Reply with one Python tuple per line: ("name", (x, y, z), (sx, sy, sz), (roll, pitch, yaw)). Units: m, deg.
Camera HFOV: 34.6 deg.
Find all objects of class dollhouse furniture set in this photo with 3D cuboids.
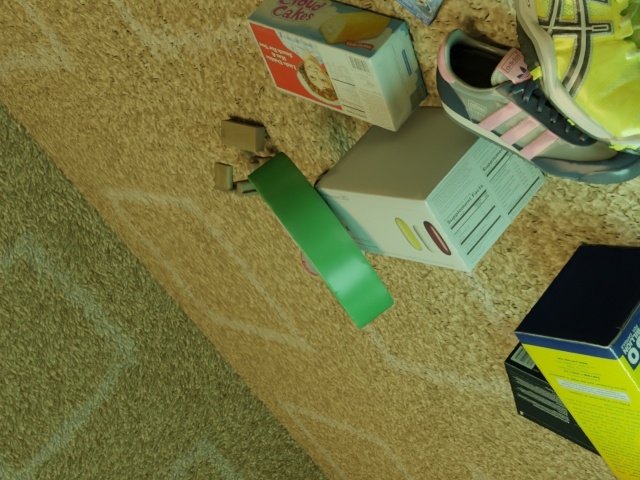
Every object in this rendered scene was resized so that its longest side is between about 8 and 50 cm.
("dollhouse furniture set", (-0.132, -0.176, 2.137), (0.144, 0.123, 0.151), (18, 114, 45))

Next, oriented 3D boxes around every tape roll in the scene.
("tape roll", (0.000, 0.000, 1.725), (0.321, 0.077, 0.321), (54, 178, 3))

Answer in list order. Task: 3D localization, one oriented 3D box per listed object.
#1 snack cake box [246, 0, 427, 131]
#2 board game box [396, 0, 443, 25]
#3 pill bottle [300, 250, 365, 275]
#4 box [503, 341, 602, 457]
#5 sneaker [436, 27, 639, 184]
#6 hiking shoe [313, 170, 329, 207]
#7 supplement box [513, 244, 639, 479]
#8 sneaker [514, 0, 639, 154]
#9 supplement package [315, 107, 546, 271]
("snack cake box", (0.024, -0.282, 1.588), (0.264, 0.089, 0.152), (25, 155, 36))
("board game box", (0.127, -0.345, 1.386), (0.090, 0.020, 0.090), (39, 157, 7))
("pill bottle", (0.027, 0.030, 2.174), (0.087, 0.087, 0.160), (49, 158, -16))
("box", (0.481, 0.292, 1.877), (0.261, 0.103, 0.184), (25, 150, 36))
("sneaker", (0.277, -0.176, 1.326), (0.319, 0.112, 0.131), (27, 157, 31))
("hiking shoe", (0.080, -0.021, 1.925), (0.304, 0.132, 0.113), (23, 152, 39))
("supplement box", (0.495, 0.201, 1.557), (0.356, 0.194, 0.195), (51, 157, -24))
("sneaker", (0.276, -0.261, 1.037), (0.385, 0.145, 0.147), (59, 147, -3))
("supplement package", (0.163, -0.087, 1.563), (0.262, 0.204, 0.145), (11, 142, 54))
